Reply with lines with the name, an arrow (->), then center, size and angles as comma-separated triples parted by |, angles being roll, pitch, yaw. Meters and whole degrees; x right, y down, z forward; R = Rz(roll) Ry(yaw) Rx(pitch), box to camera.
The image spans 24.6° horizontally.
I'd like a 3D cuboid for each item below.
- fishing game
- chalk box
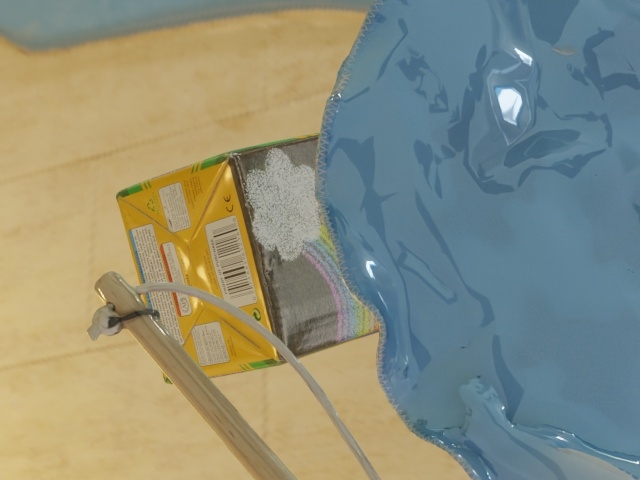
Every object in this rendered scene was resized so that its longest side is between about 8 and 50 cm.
fishing game -> 0.089, -0.001, 0.379 | 0.189, 0.041, 0.264 | 44, 64, 7
chalk box -> 0.000, 0.000, 0.957 | 0.132, 0.213, 0.132 | -15, 89, 49
